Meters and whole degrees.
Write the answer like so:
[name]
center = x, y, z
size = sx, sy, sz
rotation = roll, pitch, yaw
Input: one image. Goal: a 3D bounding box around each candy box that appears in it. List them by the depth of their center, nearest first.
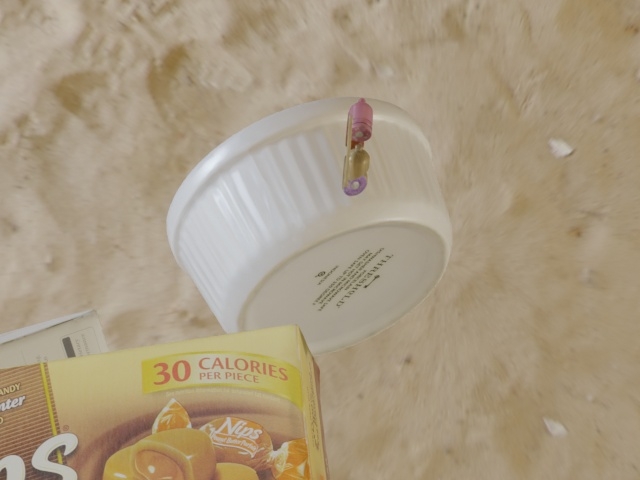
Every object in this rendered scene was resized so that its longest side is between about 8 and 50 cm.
[candy box]
center = -0.152, 0.170, 0.962
size = 0.316, 0.087, 0.183
rotation = -9, 63, 7

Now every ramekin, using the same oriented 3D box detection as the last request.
[ramekin]
center = 0.000, 0.000, 1.474
size = 0.273, 0.273, 0.127
rotation = -27, 58, 4

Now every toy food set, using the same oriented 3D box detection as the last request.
[toy food set]
center = 0.030, -0.075, 1.249
size = 0.019, 0.122, 0.078
rotation = 4, 98, 0

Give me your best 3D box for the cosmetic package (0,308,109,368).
[cosmetic package]
center = -0.309, 0.165, 1.293
size = 0.224, 0.224, 0.138
rotation = -17, 91, -37
